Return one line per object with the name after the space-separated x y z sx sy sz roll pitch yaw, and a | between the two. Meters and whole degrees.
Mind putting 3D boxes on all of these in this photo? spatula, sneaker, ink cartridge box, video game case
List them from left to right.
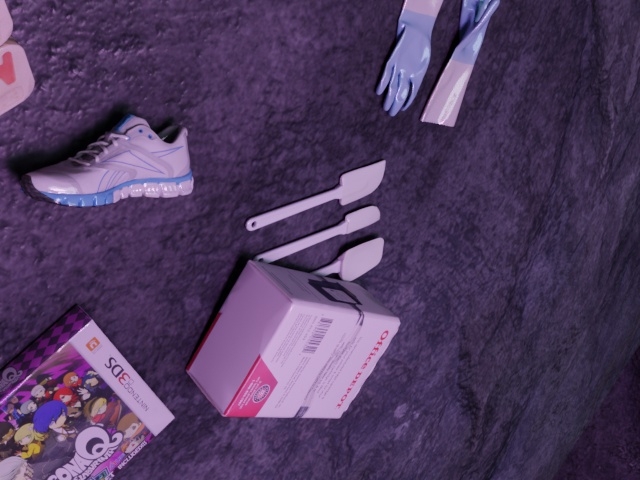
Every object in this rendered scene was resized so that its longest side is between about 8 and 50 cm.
-0.295 0.215 0.887 0.232 0.042 0.210 -43 138 -19 | video game case
-0.202 -0.081 0.784 0.190 0.071 0.083 -17 119 -51 | sneaker
-0.029 0.136 1.064 0.237 0.100 0.172 16 110 -51 | ink cartridge box
0.000 0.000 1.084 0.242 0.019 0.168 -24 131 -36 | spatula

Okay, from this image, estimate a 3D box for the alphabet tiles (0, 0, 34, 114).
-0.337 -0.077 0.576 0.284 0.021 0.278 -40 163 -22 | alphabet tiles

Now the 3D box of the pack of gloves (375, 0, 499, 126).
0.171 -0.264 1.077 0.195 0.046 0.232 -3 116 -47 | pack of gloves
